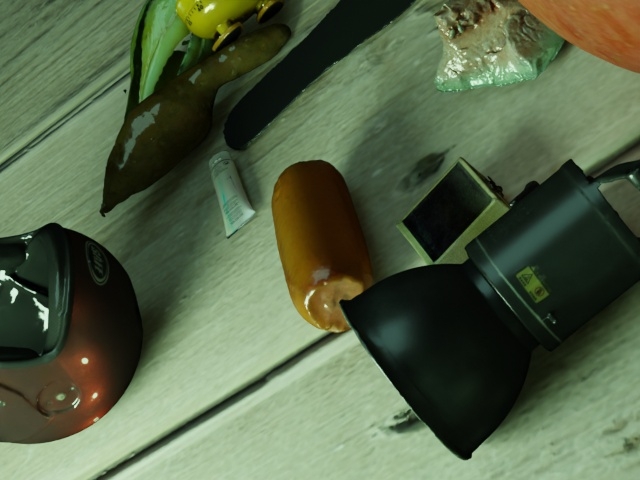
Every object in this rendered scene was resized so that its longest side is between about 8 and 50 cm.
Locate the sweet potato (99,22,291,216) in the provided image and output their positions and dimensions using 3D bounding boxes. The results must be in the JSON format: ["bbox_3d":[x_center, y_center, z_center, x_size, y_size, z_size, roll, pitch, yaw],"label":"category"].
[{"bbox_3d":[-0.140,-0.134,1.759,0.269,0.075,0.075,-45,33,-3],"label":"sweet potato"}]

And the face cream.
[{"bbox_3d":[-0.087,-0.046,1.660,0.038,0.020,0.115,-41,36,15],"label":"face cream"}]

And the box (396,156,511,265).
[{"bbox_3d":[0.111,-0.016,1.376,0.083,0.035,0.079,-48,33,8],"label":"box"}]

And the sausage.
[{"bbox_3d":[0.000,0.000,1.464,0.076,0.076,0.197,-41,34,18],"label":"sausage"}]

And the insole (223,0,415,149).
[{"bbox_3d":[0.021,-0.203,1.687,0.322,0.007,0.109,-42,33,16],"label":"insole"}]

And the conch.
[{"bbox_3d":[-0.157,-0.209,1.848,0.095,0.079,0.200,-11,63,39],"label":"conch"}]

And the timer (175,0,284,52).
[{"bbox_3d":[-0.106,-0.262,1.780,0.107,0.109,0.107,-38,-6,-5],"label":"timer"}]

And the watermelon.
[{"bbox_3d":[0.168,-0.190,1.447,0.155,0.080,0.101,-43,40,-15],"label":"watermelon"}]

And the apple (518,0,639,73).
[{"bbox_3d":[0.261,-0.300,1.195,0.364,0.364,0.364,-31,39,29],"label":"apple"}]

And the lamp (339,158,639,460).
[{"bbox_3d":[0.145,0.028,1.226,0.227,0.147,0.172,-39,11,5],"label":"lamp"}]

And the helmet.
[{"bbox_3d":[-0.262,0.088,1.589,0.216,0.193,0.189,-52,34,26],"label":"helmet"}]
